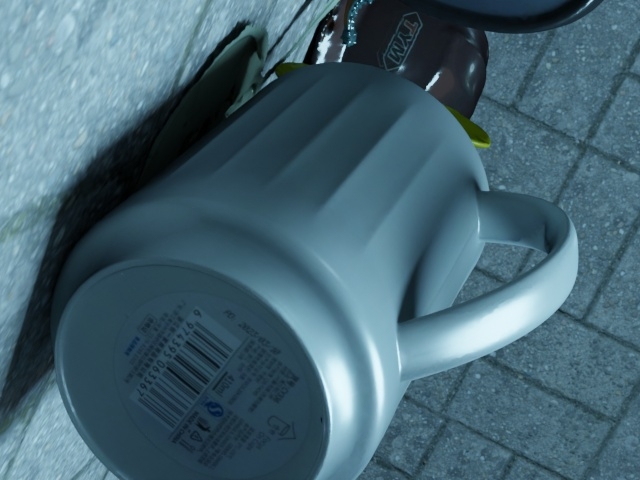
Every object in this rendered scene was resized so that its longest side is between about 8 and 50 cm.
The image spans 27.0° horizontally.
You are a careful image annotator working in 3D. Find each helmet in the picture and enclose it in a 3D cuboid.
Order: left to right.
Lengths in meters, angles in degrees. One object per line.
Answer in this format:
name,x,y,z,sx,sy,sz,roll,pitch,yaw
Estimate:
helmet,0.091,-0.184,1.470,0.225,0.177,0.305,-61,176,-2

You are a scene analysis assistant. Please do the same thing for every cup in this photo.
cup,0.011,0.033,0.953,0.327,0.323,0.237,-51,140,-58

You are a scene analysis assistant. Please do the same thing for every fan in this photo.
fan,-0.067,-0.117,1.120,0.414,0.012,0.233,-54,171,-44

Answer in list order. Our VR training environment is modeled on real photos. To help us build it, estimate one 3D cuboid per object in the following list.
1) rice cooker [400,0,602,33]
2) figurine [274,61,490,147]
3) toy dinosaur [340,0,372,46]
rice cooker,0.148,-0.295,1.047,0.267,0.267,0.224,-65,176,26
figurine,0.000,0.000,1.280,0.283,0.204,0.338,-96,-154,-71
toy dinosaur,0.045,-0.257,1.287,0.049,0.055,0.154,-59,169,-56
